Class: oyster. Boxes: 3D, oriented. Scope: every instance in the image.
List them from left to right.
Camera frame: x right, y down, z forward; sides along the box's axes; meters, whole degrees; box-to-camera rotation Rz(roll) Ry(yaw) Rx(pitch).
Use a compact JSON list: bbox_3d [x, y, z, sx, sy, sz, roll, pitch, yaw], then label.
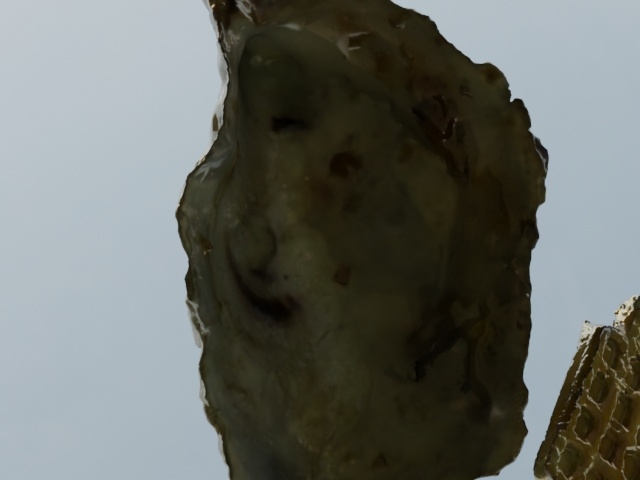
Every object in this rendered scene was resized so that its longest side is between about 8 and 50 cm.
[{"bbox_3d":[0.023,-0.016,0.979,0.204,0.111,0.396,-8,-100,-2],"label":"oyster"}]

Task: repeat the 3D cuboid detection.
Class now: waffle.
[{"bbox_3d":[0.159,0.093,0.918,0.092,0.021,0.135,42,-129,-21],"label":"waffle"}]
